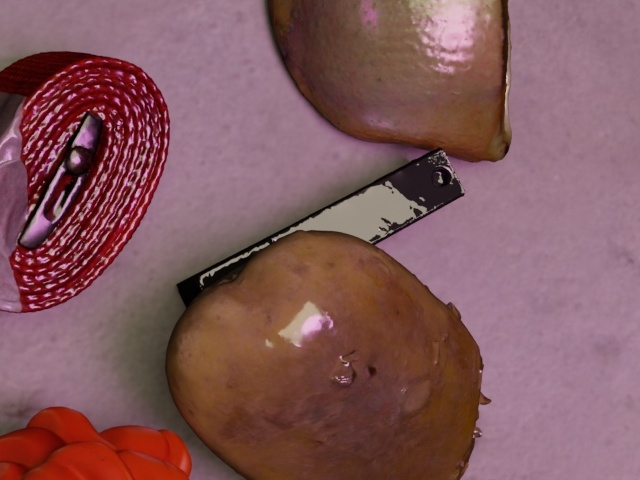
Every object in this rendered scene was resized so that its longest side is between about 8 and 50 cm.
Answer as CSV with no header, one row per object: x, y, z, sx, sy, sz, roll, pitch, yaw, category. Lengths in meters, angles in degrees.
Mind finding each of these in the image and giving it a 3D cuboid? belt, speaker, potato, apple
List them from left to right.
-0.204,-0.045,1.428,0.128,0.124,0.201,36,80,-29,belt
0.000,0.000,1.497,0.218,0.082,0.044,-28,92,-15,speaker
0.020,0.108,1.424,0.191,0.141,0.296,-49,133,2,potato
0.056,-0.197,1.520,0.193,0.120,0.265,0,81,-4,apple

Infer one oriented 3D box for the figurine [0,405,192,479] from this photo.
-0.099,0.309,1.378,0.412,0.241,0.306,29,86,-21,figurine
